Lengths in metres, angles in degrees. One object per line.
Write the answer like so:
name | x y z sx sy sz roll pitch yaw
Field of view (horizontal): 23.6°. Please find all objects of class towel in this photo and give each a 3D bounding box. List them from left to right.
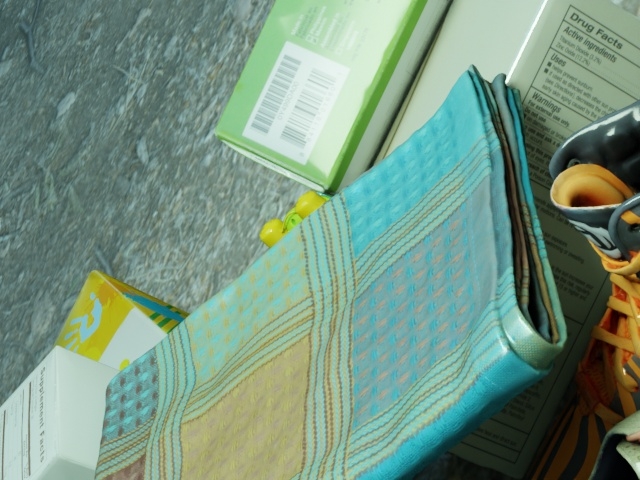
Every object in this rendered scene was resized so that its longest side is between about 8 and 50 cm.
towel | -0.018 0.080 0.905 0.370 0.040 0.271 -40 28 25

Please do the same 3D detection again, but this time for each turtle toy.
turtle toy | 0.000 0.000 1.297 0.130 0.095 0.066 -35 19 41

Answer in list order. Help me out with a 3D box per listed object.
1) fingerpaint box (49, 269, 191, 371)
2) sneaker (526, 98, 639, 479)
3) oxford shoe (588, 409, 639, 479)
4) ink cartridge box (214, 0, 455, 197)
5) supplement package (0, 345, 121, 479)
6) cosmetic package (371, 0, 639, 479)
fingerpaint box | -0.168 0.294 1.259 0.445 0.163 0.371 -63 30 1
sneaker | 0.177 0.035 0.874 0.321 0.180 0.124 -57 30 14
oxford shoe | 0.227 0.111 0.785 0.348 0.130 0.123 -56 30 15
ink cartridge box | 0.048 -0.117 1.128 0.097 0.255 0.189 26 92 21
supplement package | -0.197 0.182 1.120 0.179 0.105 0.105 -45 35 28
cosmetic package | 0.119 -0.015 1.032 0.113 0.160 0.309 27 90 60
